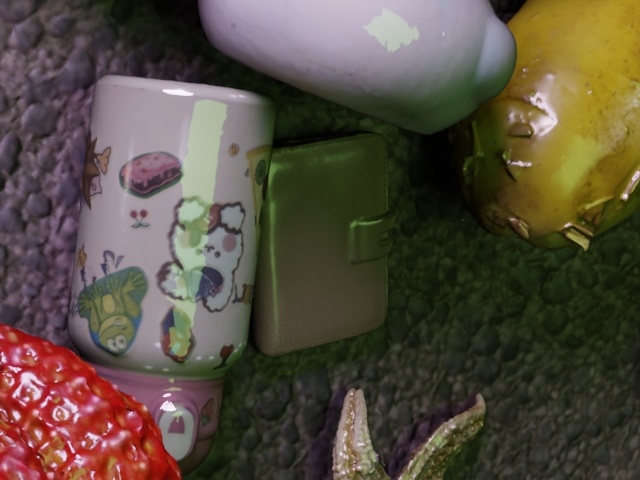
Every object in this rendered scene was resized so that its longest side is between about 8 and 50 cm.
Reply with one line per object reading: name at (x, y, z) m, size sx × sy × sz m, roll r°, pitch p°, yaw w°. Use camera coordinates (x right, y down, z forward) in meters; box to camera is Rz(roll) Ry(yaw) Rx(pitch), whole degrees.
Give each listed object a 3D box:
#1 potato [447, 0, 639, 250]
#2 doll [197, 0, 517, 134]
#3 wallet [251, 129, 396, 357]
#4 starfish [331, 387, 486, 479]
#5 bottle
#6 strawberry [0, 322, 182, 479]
potato at (0.209, -0.116, 1.125) m, size 0.173 × 0.140 × 0.300 m, roll 45°, pitch 67°, yaw -23°
doll at (0.036, -0.185, 0.938) m, size 0.251 × 0.221 × 0.221 m, roll 5°, pitch 96°, yaw -74°
wallet at (0.000, 0.000, 1.067) m, size 0.118 × 0.039 × 0.152 m, roll -8°, pitch 106°, yaw -30°
starfish at (0.047, 0.229, 1.137) m, size 0.277 × 0.062 × 0.235 m, roll -40°, pitch 123°, yaw -27°
bottle at (-0.098, 0.026, 0.956) m, size 0.120 × 0.120 × 0.253 m, roll 3°, pitch 96°, yaw -34°
strawberry at (-0.210, 0.186, 0.852) m, size 0.250 × 0.238 × 0.288 m, roll -25°, pitch 90°, yaw -53°
